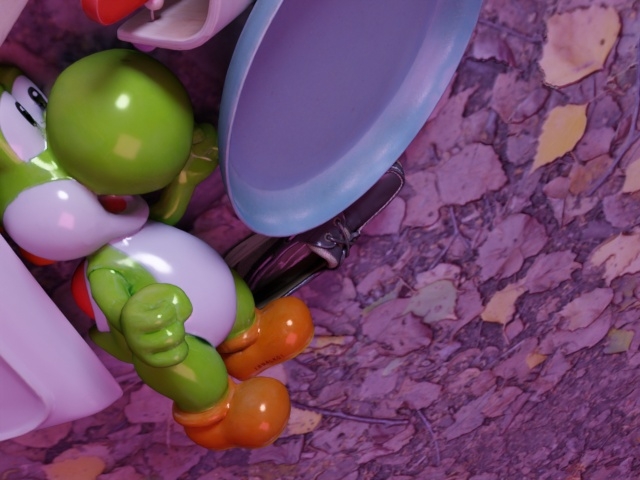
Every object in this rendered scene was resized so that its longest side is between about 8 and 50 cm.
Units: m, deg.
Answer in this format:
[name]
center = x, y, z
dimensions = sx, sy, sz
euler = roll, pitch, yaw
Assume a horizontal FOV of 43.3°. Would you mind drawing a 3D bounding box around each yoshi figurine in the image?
[yoshi figurine]
center = -0.122, -0.003, 0.651
dimensions = 0.203, 0.203, 0.362
euler = -45, 118, -15

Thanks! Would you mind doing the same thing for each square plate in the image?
[square plate]
center = -0.383, 0.099, 0.648
dimensions = 0.344, 0.049, 0.347
euler = -14, 140, 3

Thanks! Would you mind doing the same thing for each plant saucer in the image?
[plant saucer]
center = 0.027, -0.145, 0.648
dimensions = 0.317, 0.044, 0.317
euler = -42, 155, -24

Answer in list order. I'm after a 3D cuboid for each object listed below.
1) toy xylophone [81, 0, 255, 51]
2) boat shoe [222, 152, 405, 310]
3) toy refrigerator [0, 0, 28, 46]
[toy xylophone]
center = -0.047, -0.271, 0.495
dimensions = 0.236, 0.081, 0.322
euler = -50, 161, -50
[boat shoe]
center = -0.001, 0.000, 0.812
dimensions = 0.223, 0.073, 0.080
euler = -35, 137, 6
[toy refrigerator]
center = -0.238, -0.199, 0.512
dimensions = 0.102, 0.094, 0.269
euler = 20, 117, -46
